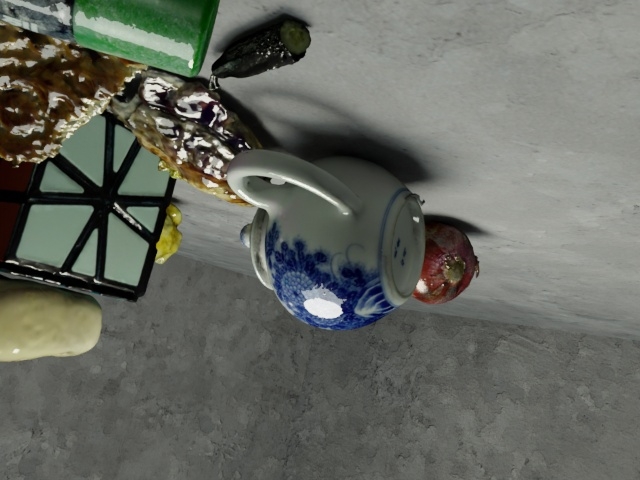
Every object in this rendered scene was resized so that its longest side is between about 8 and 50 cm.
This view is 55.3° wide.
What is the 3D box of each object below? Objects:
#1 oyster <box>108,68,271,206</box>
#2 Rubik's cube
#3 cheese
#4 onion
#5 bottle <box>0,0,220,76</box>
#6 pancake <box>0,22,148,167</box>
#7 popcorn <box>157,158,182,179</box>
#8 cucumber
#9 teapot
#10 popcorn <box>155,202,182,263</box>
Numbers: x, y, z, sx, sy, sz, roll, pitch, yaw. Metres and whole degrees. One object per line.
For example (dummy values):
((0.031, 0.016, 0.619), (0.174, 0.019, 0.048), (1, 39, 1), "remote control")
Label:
((-0.176, -0.133, 0.861), (0.271, 0.100, 0.275), (31, 171, -12), "oyster")
((-0.454, -0.073, 1.034), (0.283, 0.293, 0.288), (11, 169, 29), "Rubik's cube")
((-0.560, 0.097, 0.922), (0.351, 0.129, 0.328), (9, 172, 13), "cheese")
((0.197, 0.036, 1.173), (0.159, 0.159, 0.195), (20, 180, -34), "onion")
((-0.246, -0.218, 0.472), (0.330, 0.093, 0.093), (15, 170, -11), "bottle")
((-0.292, -0.186, 0.568), (0.257, 0.056, 0.212), (-31, 119, 20), "pancake")
((-0.242, -0.135, 1.053), (0.068, 0.059, 0.083), (14, 179, -1), "popcorn")
((-0.070, -0.183, 0.610), (0.039, 0.043, 0.163), (-31, -158, -33), "cucumber")
((0.000, 0.000, 0.901), (0.280, 0.252, 0.424), (5, 155, 27), "teapot")
((-0.494, -0.034, 1.545), (0.286, 0.215, 0.252), (13, 165, -19), "popcorn")
